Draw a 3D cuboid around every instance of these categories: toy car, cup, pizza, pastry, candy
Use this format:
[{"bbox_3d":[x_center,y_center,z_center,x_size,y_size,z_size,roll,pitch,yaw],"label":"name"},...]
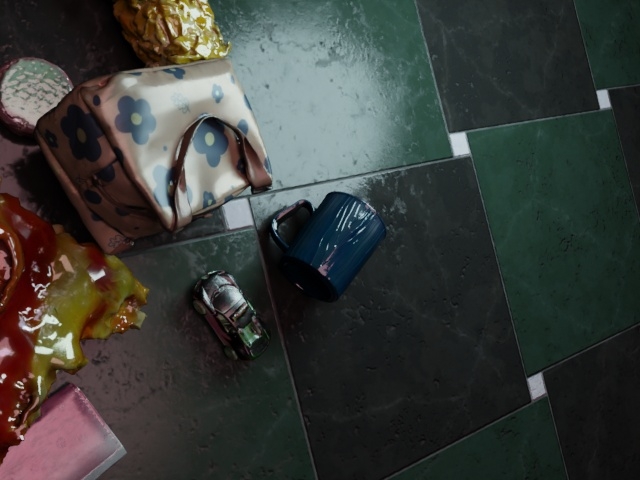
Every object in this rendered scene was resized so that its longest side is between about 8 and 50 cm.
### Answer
[{"bbox_3d":[-0.125,0.108,0.941,0.069,0.055,0.142,-41,106,-33],"label":"toy car"},{"bbox_3d":[0.004,0.007,1.020,0.138,0.150,0.113,-53,144,-25],"label":"cup"},{"bbox_3d":[-0.342,0.062,0.712,0.406,0.130,0.439,-14,94,-53],"label":"pizza"},{"bbox_3d":[-0.236,-0.344,0.911,0.154,0.102,0.250,-37,104,-34],"label":"pastry"},{"bbox_3d":[-0.368,-0.183,0.840,0.103,0.043,0.103,4,83,-31],"label":"candy"}]

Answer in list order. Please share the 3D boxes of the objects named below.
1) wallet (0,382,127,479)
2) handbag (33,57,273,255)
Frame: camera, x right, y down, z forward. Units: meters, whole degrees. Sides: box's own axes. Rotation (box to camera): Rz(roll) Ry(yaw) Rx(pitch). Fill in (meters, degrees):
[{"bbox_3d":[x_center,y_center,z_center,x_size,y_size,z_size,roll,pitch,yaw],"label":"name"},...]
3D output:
[{"bbox_3d":[-0.361,0.287,0.782,0.232,0.025,0.119,-38,103,-30],"label":"wallet"},{"bbox_3d":[-0.199,-0.106,0.827,0.251,0.190,0.193,-32,97,-53],"label":"handbag"}]
